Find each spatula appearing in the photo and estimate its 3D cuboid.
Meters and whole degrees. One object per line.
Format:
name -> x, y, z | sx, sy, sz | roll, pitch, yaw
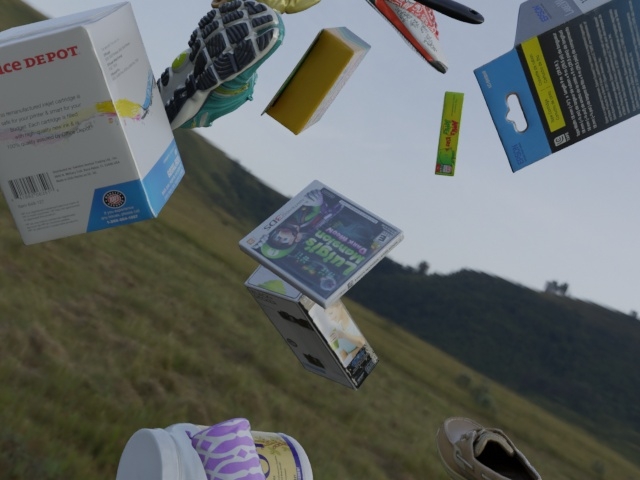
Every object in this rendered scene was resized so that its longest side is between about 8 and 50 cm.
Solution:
spatula -> 0.087, -0.350, 1.260 | 0.297, 0.084, 0.030 | 19, -54, 14

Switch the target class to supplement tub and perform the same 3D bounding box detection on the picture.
supplement tub -> -0.208, 0.485, 1.772 | 0.331, 0.240, 0.241 | 14, 1, -34

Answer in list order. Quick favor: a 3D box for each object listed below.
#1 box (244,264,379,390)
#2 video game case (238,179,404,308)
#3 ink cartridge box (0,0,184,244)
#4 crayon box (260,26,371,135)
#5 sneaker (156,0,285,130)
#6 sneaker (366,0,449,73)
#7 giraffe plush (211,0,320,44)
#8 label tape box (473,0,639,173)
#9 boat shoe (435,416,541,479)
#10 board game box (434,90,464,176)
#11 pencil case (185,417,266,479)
box -> -0.016, 0.170, 1.862 | 0.169, 0.087, 0.290 | 16, -34, 44
video game case -> 0.000, 0.000, 1.369 | 0.190, 0.173, 0.022 | 33, -28, 33
ink cartridge box -> -0.290, -0.144, 1.077 | 0.171, 0.232, 0.168 | -11, 23, 11
crayon box -> -0.003, -0.323, 1.812 | 0.081, 0.202, 0.318 | 37, 18, 0
sneaker -> -0.132, -0.236, 1.245 | 0.110, 0.107, 0.275 | 1, -21, -40
sneaker -> 0.216, -0.492, 1.916 | 0.270, 0.145, 0.090 | 45, 7, -8
giraffe plush -> -0.109, -0.473, 1.673 | 0.182, 0.210, 0.170 | 10, 8, -36
label tape box -> 0.411, -0.284, 1.423 | 0.240, 0.334, 0.105 | 57, 12, -43
boat shoe -> 0.302, 0.382, 1.588 | 0.122, 0.110, 0.341 | -7, 18, -16
board game box -> 0.285, -0.233, 1.998 | 0.043, 0.181, 0.092 | 7, 5, 6
pencil case -> -0.112, 0.343, 1.215 | 0.086, 0.088, 0.206 | 64, 8, -70
